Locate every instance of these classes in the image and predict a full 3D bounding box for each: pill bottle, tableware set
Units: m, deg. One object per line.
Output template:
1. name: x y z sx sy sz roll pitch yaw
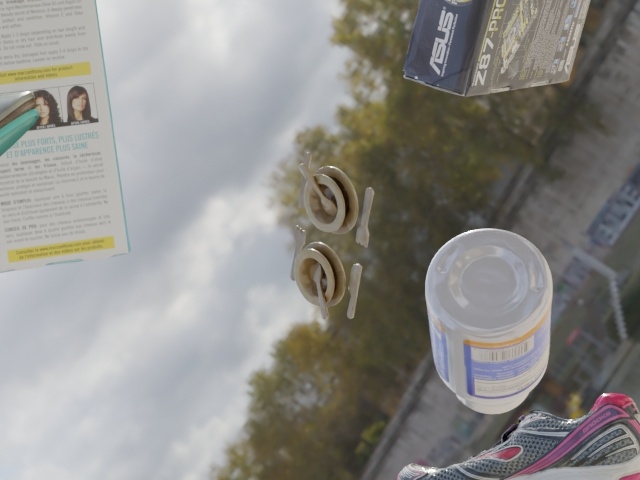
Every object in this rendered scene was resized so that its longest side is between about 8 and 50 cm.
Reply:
1. pill bottle: 0.214 0.114 1.657 0.152 0.152 0.272 -52 -24 -20
2. tableware set: 0.000 0.000 1.670 0.039 0.128 0.194 -17 -54 -40

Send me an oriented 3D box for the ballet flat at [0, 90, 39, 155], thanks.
1. ballet flat: -0.252 -0.026 0.731 0.213 0.068 0.072 -42 3 8

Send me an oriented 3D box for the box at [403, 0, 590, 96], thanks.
1. box: 0.250 -0.375 1.546 0.318 0.097 0.395 -20 -53 -58

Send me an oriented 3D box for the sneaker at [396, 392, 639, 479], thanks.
1. sneaker: 0.213 0.235 1.387 0.299 0.112 0.121 -15 -15 34

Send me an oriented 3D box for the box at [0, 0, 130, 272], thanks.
1. box: -0.208 -0.105 0.976 0.060 0.100 0.244 -157 60 -75
